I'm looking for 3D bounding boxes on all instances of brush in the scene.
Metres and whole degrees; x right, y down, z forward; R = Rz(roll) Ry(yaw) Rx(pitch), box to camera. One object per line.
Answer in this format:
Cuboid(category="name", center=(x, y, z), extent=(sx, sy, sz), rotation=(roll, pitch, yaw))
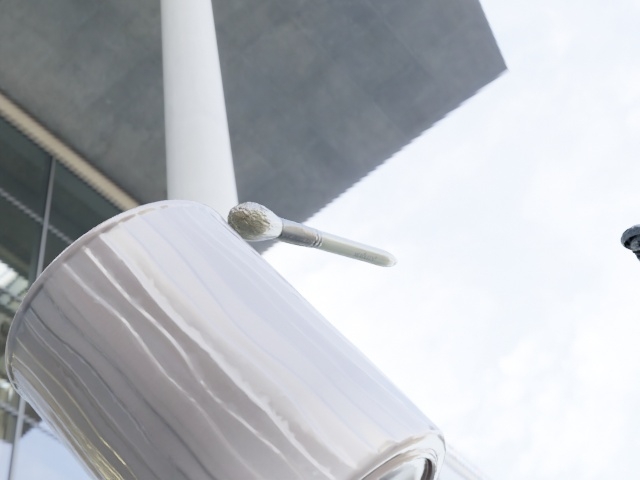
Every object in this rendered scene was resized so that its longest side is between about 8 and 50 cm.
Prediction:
Cuboid(category="brush", center=(0.000, 0.000, 1.146), extent=(0.042, 0.039, 0.299), rotation=(-25, -24, 31))

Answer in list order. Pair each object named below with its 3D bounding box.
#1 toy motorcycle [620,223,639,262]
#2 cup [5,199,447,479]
Cuboid(category="toy motorcycle", center=(0.498, 0.005, 1.348), extent=(0.194, 0.061, 0.124), rotation=(-7, -32, 8))
Cuboid(category="cup", center=(-0.069, 0.144, 0.759), extent=(0.208, 0.273, 0.288), rotation=(-36, -31, -23))
